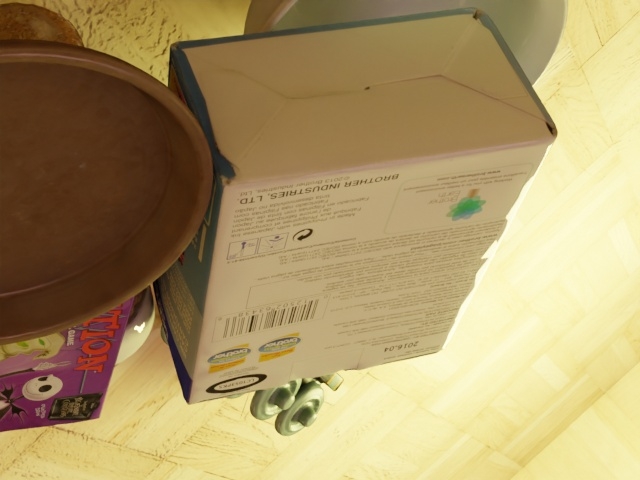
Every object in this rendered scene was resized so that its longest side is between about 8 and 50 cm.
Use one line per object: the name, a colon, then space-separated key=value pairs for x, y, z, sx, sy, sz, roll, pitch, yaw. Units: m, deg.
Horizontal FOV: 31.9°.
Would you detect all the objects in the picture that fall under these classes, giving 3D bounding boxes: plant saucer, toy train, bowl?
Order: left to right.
plant saucer: x=-0.207 y=-0.027 z=0.728 sx=0.278 sy=0.041 sz=0.278 roll=-15 pitch=143 yaw=-12
toy train: x=-0.048 y=0.103 z=1.302 sx=0.190 sy=0.142 sz=0.334 roll=-49 pitch=151 yaw=-5
bowl: x=0.054 y=-0.197 z=0.979 sx=0.298 sy=0.134 sz=0.298 roll=-14 pitch=148 yaw=-9

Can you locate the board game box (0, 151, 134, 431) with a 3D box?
board game box: x=-0.248 y=0.041 z=0.865 sx=0.208 sy=0.056 sz=0.347 roll=-8 pitch=142 yaw=-28

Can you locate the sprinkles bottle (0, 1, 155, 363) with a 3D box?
sprinkles bottle: x=-0.223 y=-0.027 z=0.934 sx=0.121 sy=0.121 sz=0.355 roll=-30 pitch=148 yaw=-18

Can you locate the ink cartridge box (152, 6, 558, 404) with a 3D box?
ink cartridge box: x=0.000 y=0.000 z=0.981 sx=0.270 sy=0.151 sz=0.395 roll=-9 pitch=146 yaw=-18
